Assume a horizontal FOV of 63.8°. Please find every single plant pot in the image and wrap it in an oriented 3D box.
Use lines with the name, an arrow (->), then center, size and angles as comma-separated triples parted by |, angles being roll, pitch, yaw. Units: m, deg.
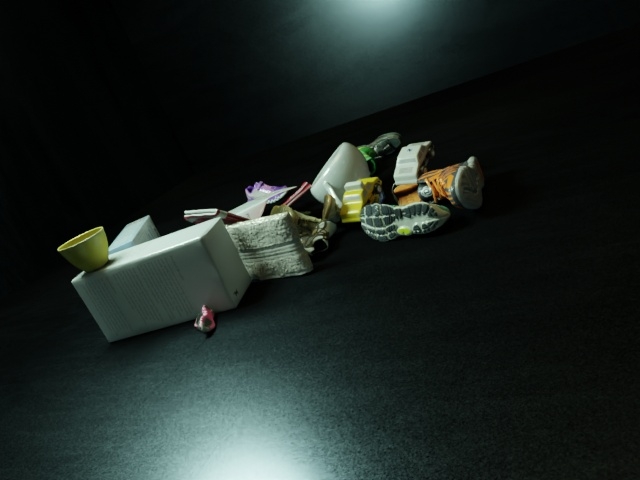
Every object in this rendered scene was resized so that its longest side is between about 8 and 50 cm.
plant pot -> -0.666, 0.034, 1.482 | 0.134, 0.095, 0.134 | -21, 20, 8

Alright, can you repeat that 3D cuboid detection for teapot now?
teapot -> 0.094, -0.212, 1.856 | 0.256, 0.187, 0.252 | -56, 8, -12

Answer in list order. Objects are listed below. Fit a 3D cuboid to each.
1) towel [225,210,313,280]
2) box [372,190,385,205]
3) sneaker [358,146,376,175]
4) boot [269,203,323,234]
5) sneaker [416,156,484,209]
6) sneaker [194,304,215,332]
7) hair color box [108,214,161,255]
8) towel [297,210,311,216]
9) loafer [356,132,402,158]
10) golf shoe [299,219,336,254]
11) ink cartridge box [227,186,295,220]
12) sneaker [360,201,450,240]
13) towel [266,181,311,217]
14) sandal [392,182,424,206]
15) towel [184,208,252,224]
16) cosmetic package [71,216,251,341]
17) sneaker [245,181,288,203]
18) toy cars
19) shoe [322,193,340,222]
towel -> -0.165, 0.022, 1.497 | 0.282, 0.187, 0.049 | -10, 21, 37
box -> 0.168, -0.129, 1.722 | 0.059, 0.054, 0.169 | -13, 22, 25
sneaker -> 0.180, -0.308, 2.149 | 0.123, 0.110, 0.295 | 10, 31, 21
boot -> -0.062, -0.054, 1.627 | 0.164, 0.077, 0.213 | 18, 1, -20
sneaker -> 0.361, -0.140, 1.471 | 0.179, 0.125, 0.321 | -18, 9, 27
sneaker -> -0.315, 0.222, 1.377 | 0.057, 0.047, 0.119 | -44, 17, 7
hair color box -> -0.730, 0.044, 2.084 | 0.113, 0.186, 0.374 | -24, 19, 0
towel -> -0.113, -0.071, 1.931 | 0.110, 0.027, 0.148 | -7, 25, 40
loafer -> 0.250, -0.401, 2.330 | 0.267, 0.096, 0.084 | -17, 39, 36
golf shoe -> 0.000, 0.000, 1.572 | 0.093, 0.077, 0.198 | 28, 38, 29
ink cartridge box -> -0.290, -0.096, 2.067 | 0.384, 0.091, 0.308 | -27, 11, -18
sneaker -> 0.232, -0.057, 1.439 | 0.275, 0.107, 0.109 | 1, 11, 41
towel -> -0.153, -0.112, 1.909 | 0.199, 0.031, 0.275 | -45, 6, -29
sandal -> 0.281, -0.162, 1.646 | 0.101, 0.076, 0.265 | -20, 19, 9
towel -> -0.253, -0.041, 1.684 | 0.328, 0.037, 0.237 | 18, -11, -38
cosmetic package -> -0.463, 0.119, 1.517 | 0.452, 0.230, 0.161 | -16, 20, 18
sneaker -> -0.259, -0.227, 2.395 | 0.236, 0.105, 0.095 | -10, 22, 31
toy cars -> 0.204, -0.205, 1.622 | 0.393, 0.087, 0.176 | -35, 35, -3
shoe -> 0.039, -0.097, 1.667 | 0.058, 0.077, 0.219 | 1, -13, -2
